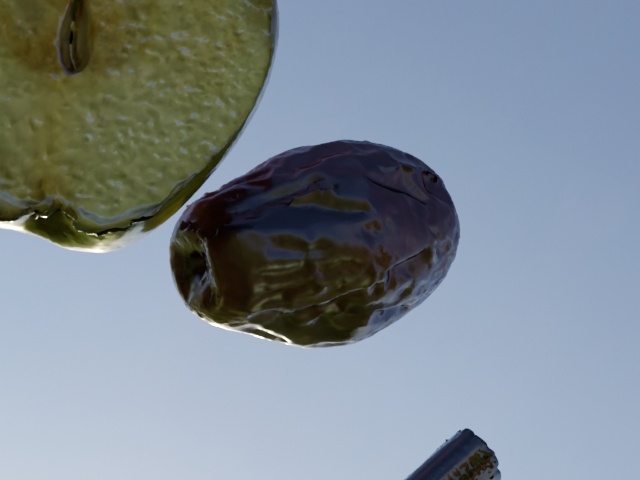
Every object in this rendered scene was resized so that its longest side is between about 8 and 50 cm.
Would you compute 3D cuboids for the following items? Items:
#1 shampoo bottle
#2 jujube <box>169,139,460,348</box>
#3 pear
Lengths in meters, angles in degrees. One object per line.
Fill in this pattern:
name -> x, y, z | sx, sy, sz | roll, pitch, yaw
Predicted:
shampoo bottle -> 0.081, 0.365, 1.516 | 0.084, 0.323, 0.129 | 42, -26, 24
jujube -> 0.000, 0.000, 1.177 | 0.197, 0.290, 0.197 | 18, -66, 50
pear -> -0.208, -0.182, 1.090 | 0.340, 0.386, 0.191 | 10, -9, -3
